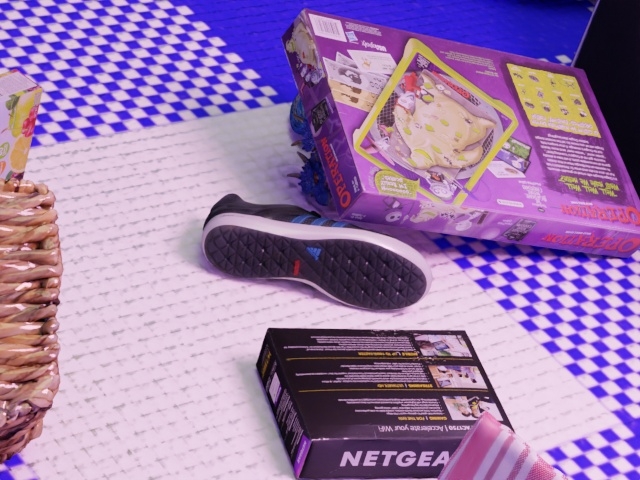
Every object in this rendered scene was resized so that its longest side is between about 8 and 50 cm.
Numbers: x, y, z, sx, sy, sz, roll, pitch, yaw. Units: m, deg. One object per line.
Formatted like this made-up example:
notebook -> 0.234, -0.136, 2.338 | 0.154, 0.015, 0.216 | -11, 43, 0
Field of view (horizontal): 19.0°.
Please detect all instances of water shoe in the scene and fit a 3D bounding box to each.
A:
water shoe -> 0.000, 0.000, 1.660 | 0.203, 0.073, 0.080 | 14, 32, -6

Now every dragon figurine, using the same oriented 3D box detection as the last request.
dragon figurine -> 0.023, -0.141, 1.851 | 0.144, 0.085, 0.289 | 10, 39, -19

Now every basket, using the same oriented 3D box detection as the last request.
basket -> -0.347, 0.081, 1.376 | 0.299, 0.223, 0.213 | 3, 70, -20

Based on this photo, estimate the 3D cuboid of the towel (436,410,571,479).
towel -> 0.151, 0.232, 1.339 | 0.197, 0.144, 0.029 | 39, 23, 29

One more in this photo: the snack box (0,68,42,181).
snack box -> -0.284, -0.062, 1.560 | 0.037, 0.141, 0.100 | 36, 38, 24

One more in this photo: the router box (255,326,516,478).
router box -> 0.051, 0.128, 1.524 | 0.179, 0.046, 0.133 | 2, 37, -21

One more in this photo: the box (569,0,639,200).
box -> 0.568, -0.252, 1.904 | 0.471, 0.480, 0.297 | -3, 40, -27

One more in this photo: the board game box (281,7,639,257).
board game box -> 0.139, -0.094, 1.768 | 0.346, 0.056, 0.208 | 8, 46, -35
